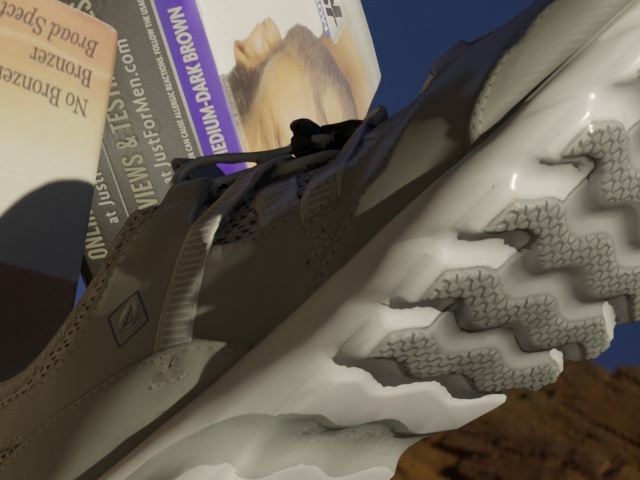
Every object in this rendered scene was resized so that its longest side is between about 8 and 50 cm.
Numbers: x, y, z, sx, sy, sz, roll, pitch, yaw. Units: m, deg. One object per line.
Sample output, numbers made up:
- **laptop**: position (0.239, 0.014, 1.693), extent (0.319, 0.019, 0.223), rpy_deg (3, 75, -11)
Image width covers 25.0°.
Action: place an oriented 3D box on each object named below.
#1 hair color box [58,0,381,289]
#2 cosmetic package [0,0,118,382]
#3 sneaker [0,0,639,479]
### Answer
- **hair color box**: position (-0.055, -0.110, 0.799), extent (0.110, 0.339, 0.185), rpy_deg (-10, -67, 16)
- **cosmetic package**: position (-0.180, 0.052, 0.473), extent (0.129, 0.153, 0.296), rpy_deg (3, -98, 37)
- **sneaker**: position (0.000, 0.000, 0.386), extent (0.281, 0.105, 0.115), rpy_deg (-40, -122, 7)
